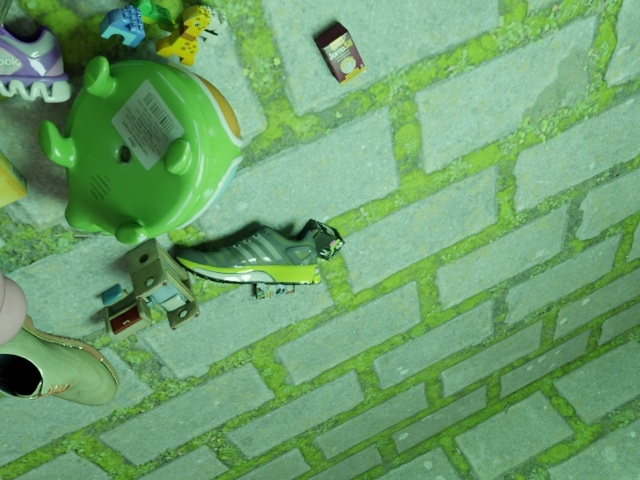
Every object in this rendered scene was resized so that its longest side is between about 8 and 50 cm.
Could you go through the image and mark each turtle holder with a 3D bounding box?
[{"bbox_3d":[-0.248,-0.109,0.796,0.227,0.243,0.320,-32,146,-64],"label":"turtle holder"}]

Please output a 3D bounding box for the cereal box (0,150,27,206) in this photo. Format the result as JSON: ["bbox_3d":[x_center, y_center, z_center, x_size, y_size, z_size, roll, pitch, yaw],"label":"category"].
[{"bbox_3d":[-0.592,-0.085,0.763,0.240,0.047,0.173,-27,139,-6],"label":"cereal box"}]

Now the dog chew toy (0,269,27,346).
[{"bbox_3d":[-0.573,0.075,0.766,0.207,0.206,0.332,-31,153,-1],"label":"dog chew toy"}]

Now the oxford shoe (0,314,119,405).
[{"bbox_3d":[-0.551,0.267,1.036,0.140,0.146,0.397,-36,137,3],"label":"oxford shoe"}]

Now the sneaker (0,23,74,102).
[{"bbox_3d":[-0.448,-0.245,0.677,0.236,0.095,0.104,-5,124,-32],"label":"sneaker"}]

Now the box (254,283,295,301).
[{"bbox_3d":[-0.104,0.075,1.198,0.094,0.027,0.137,-12,134,-18],"label":"box"}]

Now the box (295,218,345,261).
[{"bbox_3d":[0.000,0.000,1.170,0.083,0.052,0.062,22,116,-40],"label":"box"}]

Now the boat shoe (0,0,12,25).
[{"bbox_3d":[-0.395,-0.330,0.574,0.116,0.123,0.324,22,90,-27],"label":"boat shoe"}]

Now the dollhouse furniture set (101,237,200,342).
[{"bbox_3d":[-0.355,0.117,1.022,0.184,0.129,0.129,-31,137,-1],"label":"dollhouse furniture set"}]

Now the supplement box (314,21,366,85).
[{"bbox_3d":[0.035,-0.320,0.904,0.055,0.043,0.083,-34,136,5],"label":"supplement box"}]

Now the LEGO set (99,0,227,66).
[{"bbox_3d":[-0.204,-0.302,0.699,0.093,0.087,0.227,-26,161,37],"label":"LEGO set"}]

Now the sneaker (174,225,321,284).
[{"bbox_3d":[-0.146,0.029,1.087,0.300,0.121,0.111,4,171,-15],"label":"sneaker"}]
